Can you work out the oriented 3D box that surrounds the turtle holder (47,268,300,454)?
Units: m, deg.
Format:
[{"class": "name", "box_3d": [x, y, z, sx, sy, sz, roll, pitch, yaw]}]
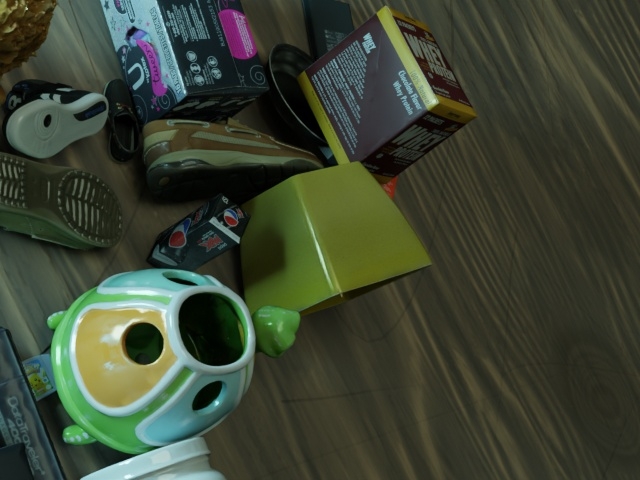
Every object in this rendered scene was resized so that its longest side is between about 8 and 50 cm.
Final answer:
[{"class": "turtle holder", "box_3d": [-0.181, 0.159, 1.767, 0.320, 0.227, 0.243, 27, 52, -33]}]

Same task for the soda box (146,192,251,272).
[{"class": "soda box", "box_3d": [-0.173, -0.003, 1.893, 0.060, 0.169, 0.053, 37, 51, -21]}]

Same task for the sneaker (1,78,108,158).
[{"class": "sneaker", "box_3d": [-0.393, -0.168, 1.819, 0.217, 0.121, 0.079, -26, 130, -64]}]

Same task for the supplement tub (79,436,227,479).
[{"class": "supplement tub", "box_3d": [-0.182, 0.402, 1.684, 0.191, 0.191, 0.272, -11, 77, -42]}]

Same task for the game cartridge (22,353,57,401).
[{"class": "game cartridge", "box_3d": [-0.375, 0.182, 1.748, 0.083, 0.017, 0.056, -29, 86, -43]}]

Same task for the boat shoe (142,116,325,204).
[{"class": "boat shoe", "box_3d": [-0.130, -0.131, 2.023, 0.324, 0.122, 0.120, 3, 57, -46]}]

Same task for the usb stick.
[{"class": "usb stick", "box_3d": [-0.382, 0.241, 1.686, 0.077, 0.045, 0.278, -21, 83, -18]}]

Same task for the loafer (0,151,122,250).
[{"class": "loafer", "box_3d": [-0.377, -0.053, 1.807, 0.268, 0.092, 0.102, 25, 63, -48]}]

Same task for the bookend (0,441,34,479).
[{"class": "bookend", "box_3d": [-0.401, 0.258, 1.595, 0.072, 0.156, 0.157, -12, 77, -42]}]

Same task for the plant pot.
[{"class": "plant pot", "box_3d": [0.000, 0.000, 2.000, 0.212, 0.212, 0.187, -15, 82, -42]}]

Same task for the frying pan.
[{"class": "frying pan", "box_3d": [0.017, -0.180, 2.185, 0.326, 0.053, 0.197, 52, 28, -8]}]

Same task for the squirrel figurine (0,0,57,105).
[{"class": "squirrel figurine", "box_3d": [-0.490, -0.246, 1.618, 0.370, 0.397, 0.281, 0, 102, -55]}]

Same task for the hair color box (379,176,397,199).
[{"class": "hair color box", "box_3d": [0.089, -0.092, 2.216, 0.043, 0.072, 0.141, 30, 55, -24]}]

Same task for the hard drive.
[{"class": "hard drive", "box_3d": [0.020, -0.353, 2.314, 0.094, 0.022, 0.135, 5, 67, -38]}]

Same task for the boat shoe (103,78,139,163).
[{"class": "boat shoe", "box_3d": [-0.289, -0.179, 1.969, 0.049, 0.042, 0.133, 8, 64, -34]}]

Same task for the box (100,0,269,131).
[{"class": "box", "box_3d": [-0.211, -0.304, 2.021, 0.163, 0.142, 0.247, -9, 75, -40]}]

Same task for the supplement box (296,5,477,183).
[{"class": "supplement box", "box_3d": [0.103, -0.225, 2.111, 0.129, 0.194, 0.191, 10, 49, -56]}]
